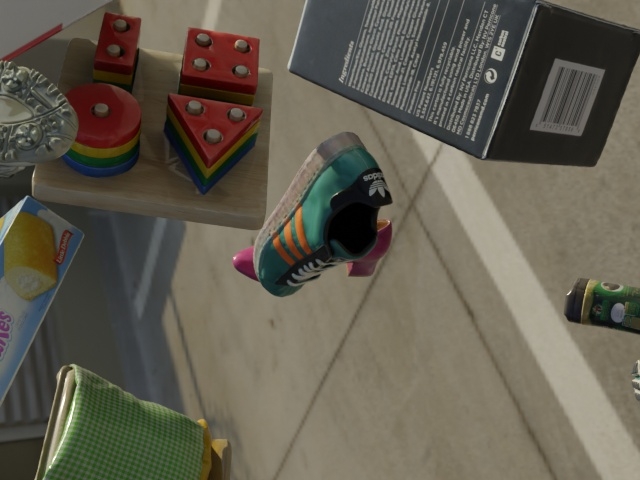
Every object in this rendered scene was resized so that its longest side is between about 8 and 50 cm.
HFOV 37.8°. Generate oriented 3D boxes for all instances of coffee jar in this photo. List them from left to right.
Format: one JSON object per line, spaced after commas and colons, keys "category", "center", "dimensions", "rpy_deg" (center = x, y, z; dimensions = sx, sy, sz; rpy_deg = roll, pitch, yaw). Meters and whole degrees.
{"category": "coffee jar", "center": [0.533, 0.120, 1.677], "dimensions": [0.184, 0.096, 0.079], "rpy_deg": [10, 106, 21]}

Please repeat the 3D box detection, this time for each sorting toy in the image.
{"category": "sorting toy", "center": [-0.182, -0.152, 1.089], "dimensions": [0.089, 0.257, 0.256], "rpy_deg": [109, 165, -49]}

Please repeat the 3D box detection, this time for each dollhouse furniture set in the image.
{"category": "dollhouse furniture set", "center": [-0.134, 0.236, 0.822], "dimensions": [0.151, 0.197, 0.302], "rpy_deg": [-35, 36, 28]}

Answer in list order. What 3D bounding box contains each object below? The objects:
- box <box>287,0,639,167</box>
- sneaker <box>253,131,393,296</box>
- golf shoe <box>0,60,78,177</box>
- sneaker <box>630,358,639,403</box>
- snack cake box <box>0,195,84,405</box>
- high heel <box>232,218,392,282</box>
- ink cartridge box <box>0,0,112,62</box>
{"category": "box", "center": [0.204, -0.273, 1.363], "dimensions": [0.395, 0.293, 0.212], "rpy_deg": [31, 112, 39]}
{"category": "sneaker", "center": [0.000, 0.000, 1.252], "dimensions": [0.121, 0.108, 0.302], "rpy_deg": [57, 141, 25]}
{"category": "golf shoe", "center": [-0.218, -0.075, 0.639], "dimensions": [0.176, 0.086, 0.069], "rpy_deg": [11, 73, 32]}
{"category": "sneaker", "center": [0.592, 0.216, 1.411], "dimensions": [0.275, 0.110, 0.107], "rpy_deg": [-16, 77, 56]}
{"category": "snack cake box", "center": [-0.396, 0.093, 1.103], "dimensions": [0.152, 0.089, 0.264], "rpy_deg": [-28, 35, 41]}
{"category": "high heel", "center": [-0.010, 0.009, 1.444], "dimensions": [0.117, 0.244, 0.082], "rpy_deg": [109, 160, -46]}
{"category": "ink cartridge box", "center": [-0.349, -0.298, 1.045], "dimensions": [0.131, 0.226, 0.306], "rpy_deg": [61, 168, -28]}
